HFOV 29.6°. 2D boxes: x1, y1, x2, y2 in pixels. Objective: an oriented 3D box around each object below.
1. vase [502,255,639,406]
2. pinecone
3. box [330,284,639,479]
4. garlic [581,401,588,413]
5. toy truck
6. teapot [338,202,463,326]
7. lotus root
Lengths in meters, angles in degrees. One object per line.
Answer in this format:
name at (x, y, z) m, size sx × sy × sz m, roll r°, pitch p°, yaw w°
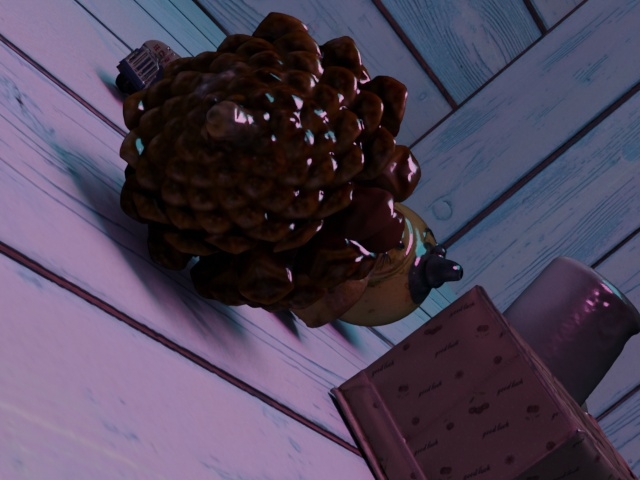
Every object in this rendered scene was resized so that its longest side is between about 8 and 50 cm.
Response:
vase at (0.359, 0.187, 1.928) m, size 0.245 × 0.291 × 0.245 m, roll 42°, pitch -7°, yaw 6°
pinecone at (-0.044, -0.056, 1.043) m, size 0.264 × 0.264 × 0.264 m, roll 49°, pitch 7°, yaw -8°
box at (0.195, 0.233, 1.226) m, size 0.297 × 0.190 × 0.225 m, roll 44°, pitch 11°, yaw -40°
garlic at (0.355, 0.323, 2.137) m, size 0.237 × 0.210 × 0.292 m, roll -13°, pitch 62°, yaw -44°
toy truck at (-0.179, -0.181, 1.456) m, size 0.074 × 0.088 × 0.201 m, roll 51°, pitch 6°, yaw 17°
teapot at (0.050, 0.009, 1.528) m, size 0.269 × 0.173 × 0.182 m, roll 20°, pitch -22°, yaw 10°
lotus root at (0.000, 0.000, 1.369) m, size 0.074 × 0.170 × 0.261 m, roll 44°, pitch 13°, yaw -19°
